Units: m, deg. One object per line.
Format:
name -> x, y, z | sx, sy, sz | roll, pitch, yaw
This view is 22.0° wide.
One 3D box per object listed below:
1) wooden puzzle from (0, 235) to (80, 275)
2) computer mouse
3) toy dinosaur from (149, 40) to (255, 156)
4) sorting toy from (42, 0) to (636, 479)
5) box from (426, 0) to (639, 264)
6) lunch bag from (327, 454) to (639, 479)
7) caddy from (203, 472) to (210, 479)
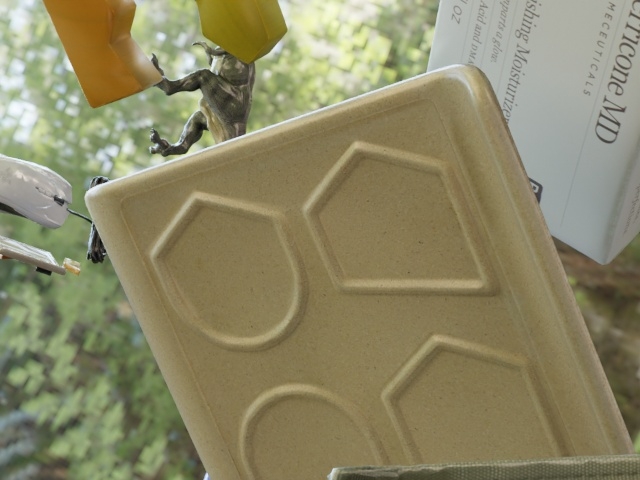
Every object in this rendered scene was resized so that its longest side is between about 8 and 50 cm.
wooden puzzle -> -0.269, 0.014, 1.490 | 0.116, 0.078, 0.014 | 21, -86, -20
computer mouse -> -0.325, -0.049, 1.950 | 0.193, 0.042, 0.106 | 22, -107, -35
toy dinosaur -> -0.120, -0.139, 1.730 | 0.064, 0.118, 0.268 | 133, 136, -76
sorting toy -> 0.000, 0.000, 0.748 | 0.041, 0.229, 0.307 | -40, -70, -55
box -> 0.148, -0.122, 0.773 | 0.182, 0.119, 0.181 | -43, -25, -34
lunch bag -> 0.118, 0.200, 0.578 | 0.169, 0.287, 0.235 | -120, 32, -84
caddy -> -0.009, 0.238, 1.248 | 0.341, 0.179, 0.241 | -72, -28, -58
